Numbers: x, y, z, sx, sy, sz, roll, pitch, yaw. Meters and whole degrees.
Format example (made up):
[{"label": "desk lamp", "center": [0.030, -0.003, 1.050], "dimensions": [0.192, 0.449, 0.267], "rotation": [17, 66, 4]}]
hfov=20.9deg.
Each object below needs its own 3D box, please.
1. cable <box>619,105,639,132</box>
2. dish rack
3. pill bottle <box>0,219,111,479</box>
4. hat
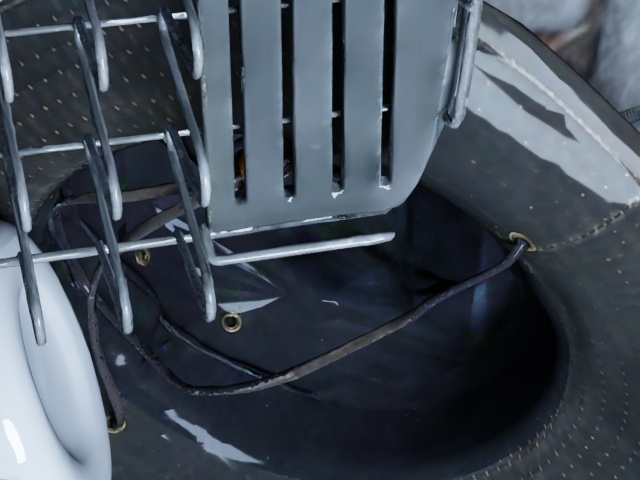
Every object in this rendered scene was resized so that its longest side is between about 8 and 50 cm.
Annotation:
[{"label": "cable", "center": [0.140, 0.100, 0.753], "dimensions": [0.089, 0.257, 0.257], "rotation": [17, 115, -18]}, {"label": "dish rack", "center": [-0.086, -0.051, 0.416], "dimensions": [0.271, 0.074, 0.208], "rotation": [-9, 129, -11]}, {"label": "pill bottle", "center": [-0.165, 0.066, 0.535], "dimensions": [0.184, 0.103, 0.103], "rotation": [-17, 130, 4]}, {"label": "hat", "center": [0.000, 0.000, 0.626], "dimensions": [0.134, 0.331, 0.331], "rotation": [-76, 156, -46]}]
